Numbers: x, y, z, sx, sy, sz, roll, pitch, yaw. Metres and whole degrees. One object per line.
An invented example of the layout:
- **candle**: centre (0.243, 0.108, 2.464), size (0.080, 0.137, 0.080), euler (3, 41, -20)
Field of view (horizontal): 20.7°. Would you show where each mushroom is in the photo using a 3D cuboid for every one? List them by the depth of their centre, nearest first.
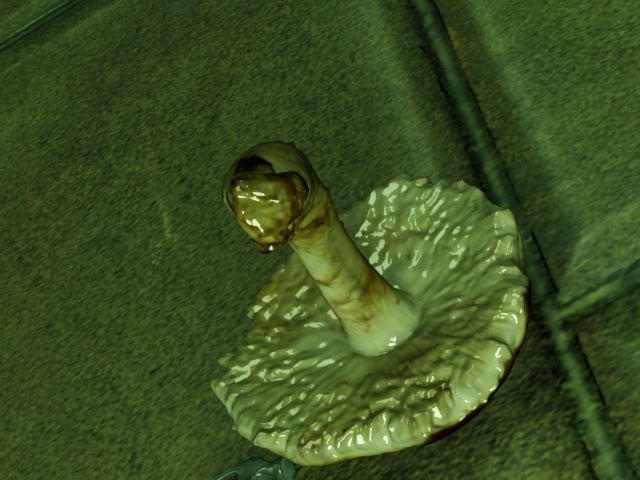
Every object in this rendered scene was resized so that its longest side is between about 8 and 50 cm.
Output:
- **mushroom**: centre (0.034, 0.003, 1.122), size (0.208, 0.301, 0.233), euler (-2, 48, -7)

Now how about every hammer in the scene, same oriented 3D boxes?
- **hammer**: centre (-0.076, 0.220, 1.176), size (0.062, 0.017, 0.182), euler (-8, 41, 39)
